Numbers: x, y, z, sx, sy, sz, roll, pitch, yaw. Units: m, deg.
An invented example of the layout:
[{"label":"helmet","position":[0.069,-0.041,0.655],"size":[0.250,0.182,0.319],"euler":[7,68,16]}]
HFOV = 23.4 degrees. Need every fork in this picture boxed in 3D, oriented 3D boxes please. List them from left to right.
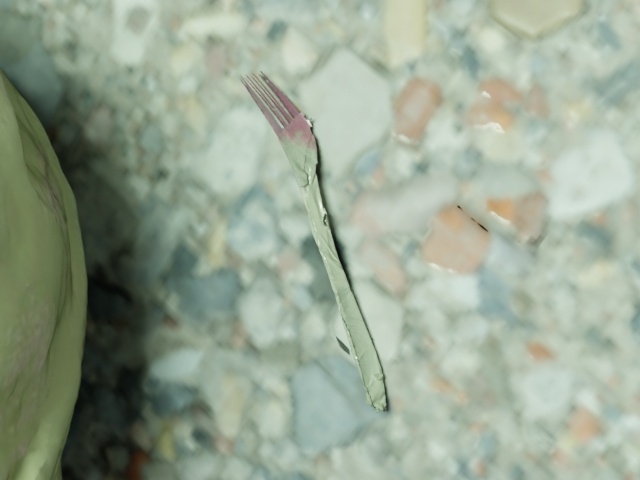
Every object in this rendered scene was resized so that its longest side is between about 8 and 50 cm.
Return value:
[{"label":"fork","position":[0.001,0.000,0.486],"size":[0.012,0.016,0.115],"euler":[-23,86,52]}]

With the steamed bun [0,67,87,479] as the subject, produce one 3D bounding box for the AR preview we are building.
[{"label":"steamed bun","position":[-0.181,0.043,0.498],"size":[0.268,0.207,0.280],"euler":[13,77,27]}]
